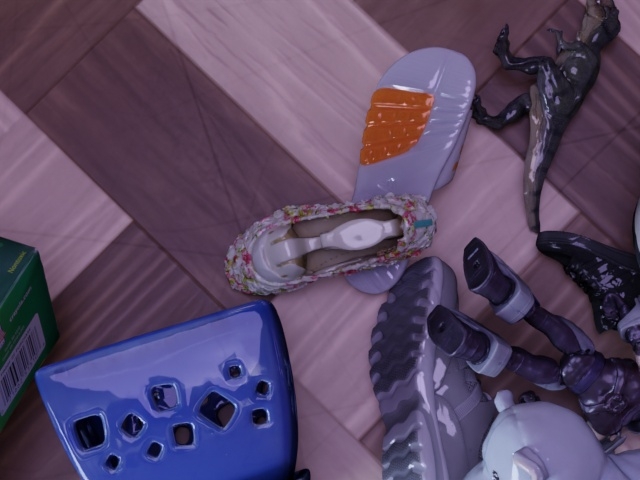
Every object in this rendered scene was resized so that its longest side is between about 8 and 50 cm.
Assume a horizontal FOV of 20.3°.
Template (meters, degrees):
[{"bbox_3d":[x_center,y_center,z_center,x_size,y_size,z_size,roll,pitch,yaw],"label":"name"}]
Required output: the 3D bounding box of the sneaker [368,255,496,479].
[{"bbox_3d":[0.122,0.157,1.820,0.115,0.105,0.281,10,73,-31],"label":"sneaker"}]

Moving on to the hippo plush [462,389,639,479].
[{"bbox_3d":[0.252,0.260,1.654,0.236,0.234,0.294,29,106,-23],"label":"hippo plush"}]

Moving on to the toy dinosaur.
[{"bbox_3d":[0.225,-0.153,1.871,0.118,0.064,0.268,22,85,0],"label":"toy dinosaur"}]

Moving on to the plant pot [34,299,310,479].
[{"bbox_3d":[-0.127,0.193,1.746,0.236,0.236,0.212,-17,85,0],"label":"plant pot"}]

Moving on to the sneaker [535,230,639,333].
[{"bbox_3d":[0.294,0.054,1.833,0.170,0.051,0.089,18,78,1],"label":"sneaker"}]

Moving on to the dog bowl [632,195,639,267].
[{"bbox_3d":[0.499,-0.061,1.679,0.408,0.150,0.408,-5,40,4],"label":"dog bowl"}]

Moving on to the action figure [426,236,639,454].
[{"bbox_3d":[0.244,0.117,1.770,0.285,0.099,0.185,33,97,-23],"label":"action figure"}]

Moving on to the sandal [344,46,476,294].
[{"bbox_3d":[0.088,-0.074,1.861,0.102,0.076,0.265,23,99,19],"label":"sandal"}]

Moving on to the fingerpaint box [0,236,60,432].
[{"bbox_3d":[-0.517,0.159,1.687,0.371,0.163,0.445,17,54,16],"label":"fingerpaint box"}]

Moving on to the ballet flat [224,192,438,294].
[{"bbox_3d":[0.000,0.000,1.811,0.241,0.077,0.091,-17,87,19],"label":"ballet flat"}]
